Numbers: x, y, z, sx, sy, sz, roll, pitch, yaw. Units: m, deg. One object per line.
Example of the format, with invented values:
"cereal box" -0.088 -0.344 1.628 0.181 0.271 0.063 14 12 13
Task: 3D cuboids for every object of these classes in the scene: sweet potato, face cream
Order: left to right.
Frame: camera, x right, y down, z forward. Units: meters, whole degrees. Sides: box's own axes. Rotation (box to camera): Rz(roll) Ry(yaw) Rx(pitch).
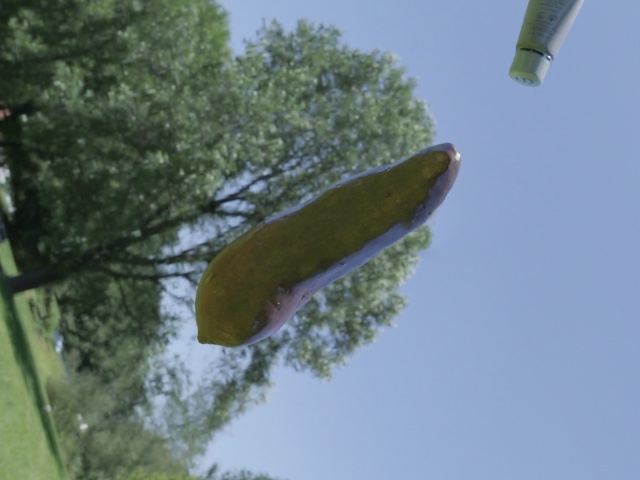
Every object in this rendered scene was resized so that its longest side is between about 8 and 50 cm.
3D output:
"sweet potato" 0.001 -0.001 0.811 0.097 0.292 0.097 51 12 -16
"face cream" 0.522 -0.507 2.051 0.314 0.143 0.089 -68 162 -6
